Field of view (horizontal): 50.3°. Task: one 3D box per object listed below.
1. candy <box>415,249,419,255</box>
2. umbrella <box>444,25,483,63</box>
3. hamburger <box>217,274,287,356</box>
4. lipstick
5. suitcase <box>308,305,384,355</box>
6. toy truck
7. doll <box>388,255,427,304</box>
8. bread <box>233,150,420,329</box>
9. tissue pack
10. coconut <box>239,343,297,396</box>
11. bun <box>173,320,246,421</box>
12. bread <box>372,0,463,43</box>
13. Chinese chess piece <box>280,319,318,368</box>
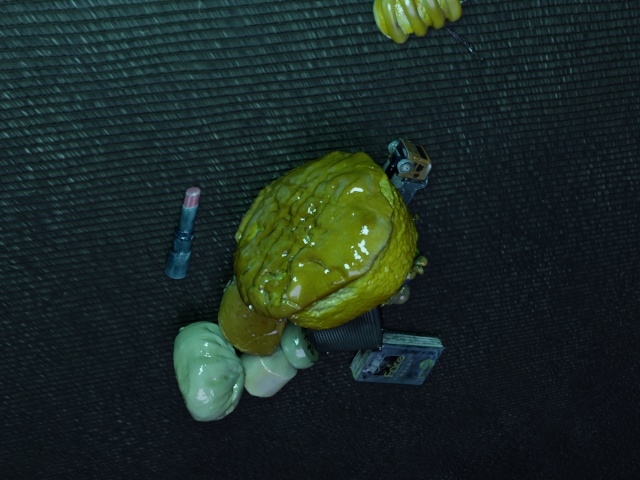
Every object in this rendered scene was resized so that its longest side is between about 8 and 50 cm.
[{"bbox_3d":[0.159,0.040,1.734,0.178,0.032,0.102,-24,135,6],"label":"candy"},{"bbox_3d":[0.291,-0.400,1.383,0.122,0.022,0.013,34,141,-27],"label":"umbrella"},{"bbox_3d":[-0.156,0.154,1.660,0.245,0.155,0.282,-27,129,17],"label":"hamburger"},{"bbox_3d":[-0.300,-0.017,1.521,0.053,0.053,0.234,6,127,-22],"label":"lipstick"},{"bbox_3d":[0.054,0.165,1.728,0.202,0.128,0.312,-5,136,10],"label":"suitcase"},{"bbox_3d":[0.176,-0.133,1.546,0.092,0.083,0.192,8,129,-24],"label":"toy truck"},{"bbox_3d":[0.209,0.114,1.784,0.089,0.102,0.179,47,123,-8],"label":"doll"},{"bbox_3d":[0.000,0.000,1.414,0.398,0.398,0.215,-37,131,17],"label":"bread"},{"bbox_3d":[0.226,0.346,2.009,0.235,0.073,0.173,10,126,-26],"label":"tissue pack"},{"bbox_3d":[-0.138,0.329,1.828,0.147,0.147,0.153,28,116,-36],"label":"coconut"},{"bbox_3d":[-0.271,0.329,1.716,0.159,0.259,0.259,-13,134,2],"label":"bun"},{"bbox_3d":[0.187,-0.438,1.270,0.177,0.084,0.119,-25,134,11],"label":"bread"},{"bbox_3d":[-0.055,0.265,1.793,0.058,0.144,0.144,-21,135,14],"label":"Chinese chess piece"}]
